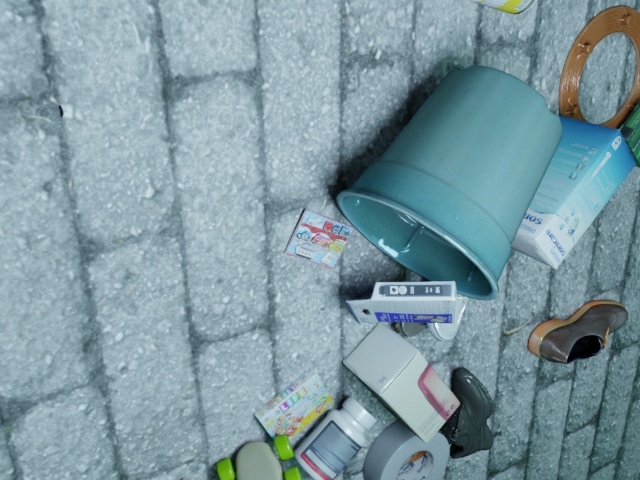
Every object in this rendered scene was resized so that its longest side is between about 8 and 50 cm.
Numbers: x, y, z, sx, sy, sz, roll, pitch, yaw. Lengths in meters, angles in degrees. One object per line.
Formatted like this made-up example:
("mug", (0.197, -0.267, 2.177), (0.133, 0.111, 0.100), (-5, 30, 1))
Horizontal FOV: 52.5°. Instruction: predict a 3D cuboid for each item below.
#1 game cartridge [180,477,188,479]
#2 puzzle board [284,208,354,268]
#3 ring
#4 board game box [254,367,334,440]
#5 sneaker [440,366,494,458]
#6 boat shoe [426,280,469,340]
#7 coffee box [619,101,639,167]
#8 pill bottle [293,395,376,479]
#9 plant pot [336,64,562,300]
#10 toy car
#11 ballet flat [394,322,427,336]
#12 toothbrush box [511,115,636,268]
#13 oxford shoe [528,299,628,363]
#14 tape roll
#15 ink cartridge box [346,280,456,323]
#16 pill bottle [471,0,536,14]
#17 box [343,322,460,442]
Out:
("game cartridge", (-0.318, 0.680, 1.337), (0.323, 0.052, 0.285), (-42, 126, -12))
("puzzle board", (0.000, 0.000, 1.277), (0.128, 0.011, 0.097), (19, 101, -36))
("ring", (0.699, -0.385, 1.560), (0.336, 0.032, 0.337), (-14, 117, -29))
("board game box", (-0.054, 0.358, 1.386), (0.154, 0.026, 0.103), (-37, 125, -15))
("sneaker", (0.365, 0.452, 1.655), (0.130, 0.109, 0.287), (-22, 118, -17))
("boat shoe", (0.292, 0.095, 1.422), (0.095, 0.084, 0.258), (4, 89, -27))
("coffee box", (0.825, -0.268, 1.660), (0.113, 0.040, 0.184), (-55, 138, 4))
("pill bottle", (0.035, 0.436, 1.427), (0.180, 0.108, 0.108), (-47, 127, -7))
("plant pot", (0.259, -0.121, 1.219), (0.341, 0.341, 0.334), (41, 77, -38))
("toy car", (-0.109, 0.520, 1.359), (0.154, 0.149, 0.188), (-21, 137, -5))
("ballet flat", (0.263, 0.139, 1.490), (0.249, 0.058, 0.084), (-34, 103, -24))
("toothbrush box", (0.500, -0.117, 1.427), (0.296, 0.216, 0.126), (-51, 127, -5))
("oxford shoe", (0.750, 0.267, 1.804), (0.363, 0.132, 0.130), (-17, 117, -27))
("tape roll", (0.215, 0.551, 1.616), (0.219, 0.072, 0.219), (-14, 117, -29))
("ink cartridge box", (0.167, 0.128, 1.312), (0.206, 0.208, 0.045), (63, 27, -68))
("pill bottle", (0.324, -0.495, 1.222), (0.184, 0.103, 0.103), (2, 109, -34))
("box", (0.183, 0.317, 1.447), (0.127, 0.148, 0.232), (-45, 127, -9))
